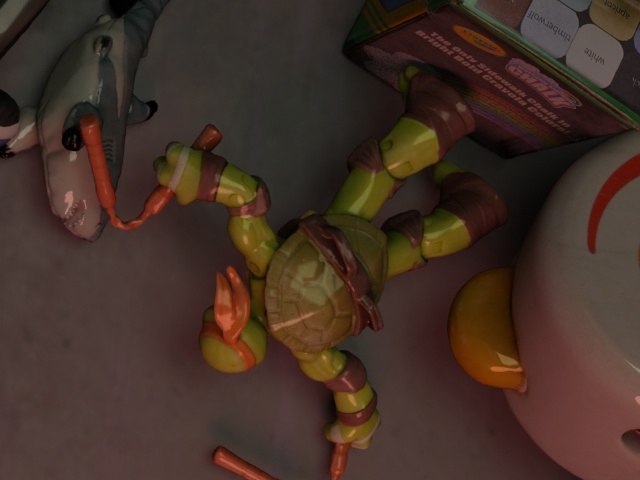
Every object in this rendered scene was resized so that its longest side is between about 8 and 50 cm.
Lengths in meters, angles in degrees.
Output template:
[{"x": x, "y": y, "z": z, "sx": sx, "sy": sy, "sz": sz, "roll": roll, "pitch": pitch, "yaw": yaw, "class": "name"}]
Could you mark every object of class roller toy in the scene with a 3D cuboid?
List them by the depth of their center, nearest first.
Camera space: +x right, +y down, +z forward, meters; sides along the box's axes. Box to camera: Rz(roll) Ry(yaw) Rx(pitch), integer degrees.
[{"x": 0.197, "y": 0.046, "z": 1.126, "sx": 0.209, "sy": 0.146, "sz": 0.191, "roll": -38, "pitch": 75, "yaw": -25, "class": "roller toy"}]

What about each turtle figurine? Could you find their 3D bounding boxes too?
[{"x": 0.000, "y": 0.000, "z": 1.093, "sx": 0.217, "sy": 0.087, "sz": 0.269, "roll": -41, "pitch": 114, "yaw": -23, "class": "turtle figurine"}]

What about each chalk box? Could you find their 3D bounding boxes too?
[{"x": 0.129, "y": -0.142, "z": 1.105, "sx": 0.132, "sy": 0.213, "sz": 0.132, "roll": 32, "pitch": 75, "yaw": -16, "class": "chalk box"}]

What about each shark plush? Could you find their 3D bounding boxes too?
[{"x": -0.120, "y": -0.082, "z": 1.106, "sx": 0.067, "sy": 0.073, "sz": 0.161, "roll": 40, "pitch": 51, "yaw": -34, "class": "shark plush"}]

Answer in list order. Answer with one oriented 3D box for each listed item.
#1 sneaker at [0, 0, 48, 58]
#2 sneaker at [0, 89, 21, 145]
[{"x": -0.174, "y": -0.196, "z": 1.060, "sx": 0.130, "sy": 0.087, "sz": 0.227, "roll": 29, "pitch": 71, "yaw": -15, "class": "sneaker"}, {"x": -0.255, "y": -0.033, "z": 1.030, "sx": 0.211, "sy": 0.080, "sz": 0.081, "roll": -19, "pitch": 118, "yaw": -24, "class": "sneaker"}]
